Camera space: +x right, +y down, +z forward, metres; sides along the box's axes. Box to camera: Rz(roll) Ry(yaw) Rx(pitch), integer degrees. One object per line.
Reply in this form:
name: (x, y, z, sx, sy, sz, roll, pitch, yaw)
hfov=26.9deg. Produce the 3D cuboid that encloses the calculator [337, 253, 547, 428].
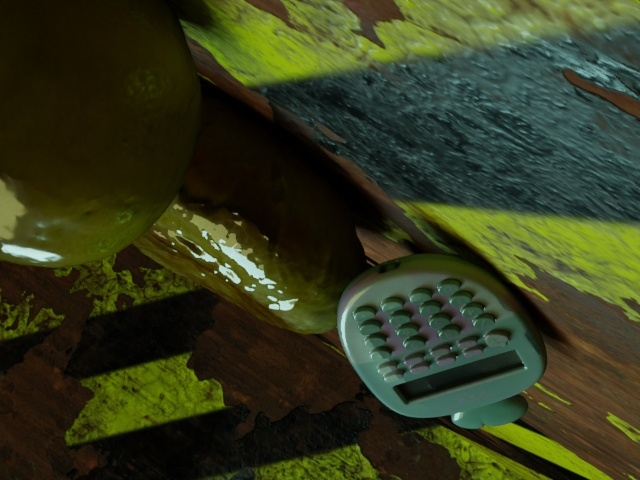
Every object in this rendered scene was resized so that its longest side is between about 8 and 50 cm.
calculator: (0.126, 0.108, 1.346, 0.299, 0.186, 0.041, 51, -154, -45)

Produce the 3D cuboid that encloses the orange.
orange: (-0.224, -0.114, 1.115, 0.235, 0.279, 0.279, 0, -166, -33)

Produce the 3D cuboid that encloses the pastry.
pastry: (-0.095, -0.033, 1.432, 0.356, 0.163, 0.356, 31, 167, 8)

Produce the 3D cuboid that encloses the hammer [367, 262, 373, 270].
hammer: (0.001, -0.001, 1.685, 0.297, 0.027, 0.125, 34, 177, 9)
